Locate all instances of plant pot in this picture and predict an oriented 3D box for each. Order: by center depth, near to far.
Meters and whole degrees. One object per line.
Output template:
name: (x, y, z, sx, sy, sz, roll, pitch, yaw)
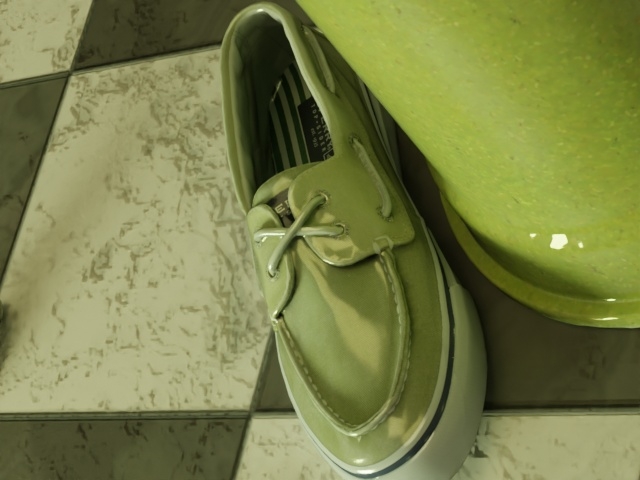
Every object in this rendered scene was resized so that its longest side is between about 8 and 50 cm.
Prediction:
plant pot: (0.101, -0.137, 0.847, 0.276, 0.254, 0.276, -22, 51, 30)

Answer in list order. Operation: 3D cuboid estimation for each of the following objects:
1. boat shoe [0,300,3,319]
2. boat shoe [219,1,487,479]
boat shoe: (-0.248, 0.099, 1.172, 0.056, 0.048, 0.153, 24, 88, 24)
boat shoe: (0.000, 0.000, 0.967, 0.109, 0.094, 0.302, -36, 45, 20)
